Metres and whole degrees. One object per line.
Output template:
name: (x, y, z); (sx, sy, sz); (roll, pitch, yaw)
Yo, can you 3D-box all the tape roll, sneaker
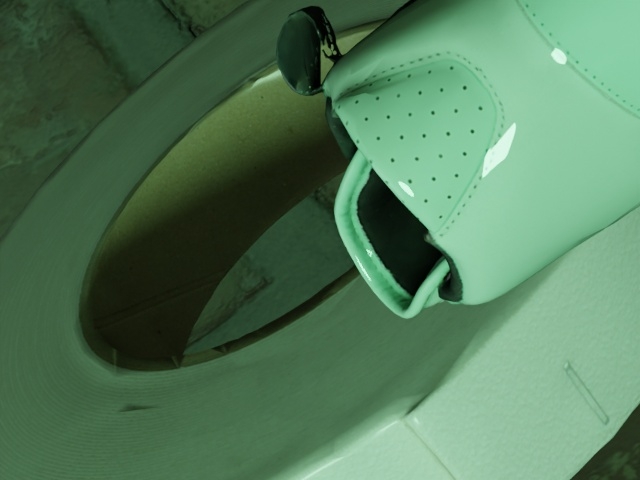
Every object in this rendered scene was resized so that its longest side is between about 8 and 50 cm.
tape roll: (0.000, 0.000, 0.836); (0.072, 0.392, 0.392); (51, -173, -28)
sneaker: (0.072, -0.042, 0.540); (0.094, 0.151, 0.256); (54, -172, 14)
